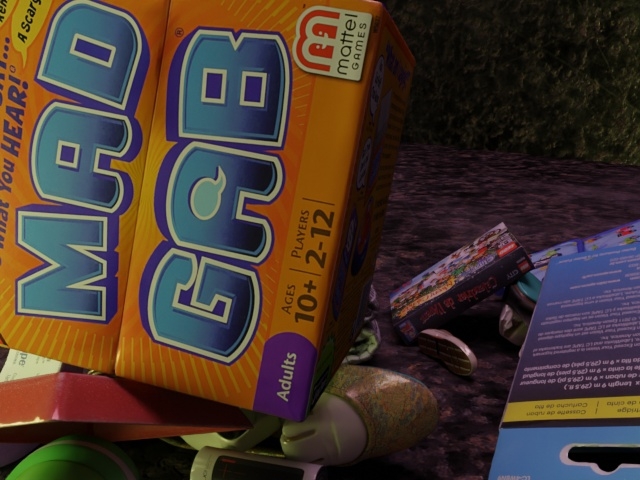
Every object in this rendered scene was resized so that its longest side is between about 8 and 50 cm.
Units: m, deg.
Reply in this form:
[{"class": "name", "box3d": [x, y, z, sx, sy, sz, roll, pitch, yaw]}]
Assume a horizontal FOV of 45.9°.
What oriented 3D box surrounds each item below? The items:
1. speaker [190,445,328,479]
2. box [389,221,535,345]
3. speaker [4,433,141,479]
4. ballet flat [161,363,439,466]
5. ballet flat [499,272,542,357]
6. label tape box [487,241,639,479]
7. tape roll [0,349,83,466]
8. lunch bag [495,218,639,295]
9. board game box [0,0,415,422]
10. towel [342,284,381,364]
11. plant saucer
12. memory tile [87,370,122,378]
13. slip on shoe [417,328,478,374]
[{"class": "speaker", "box3d": [-0.064, 0.249, 0.780, 0.136, 0.055, 0.055, 4, 16, 19]}, {"class": "box", "box3d": [0.223, 0.067, 1.233, 0.233, 0.044, 0.159, -33, 10, 10]}, {"class": "speaker", "box3d": [-0.231, 0.269, 0.579, 0.131, 0.131, 0.296, 0, 15, 4]}, {"class": "ballet flat", "box3d": [-0.046, 0.202, 0.848, 0.348, 0.123, 0.123, 1, 14, 25]}, {"class": "ballet flat", "box3d": [0.317, 0.125, 1.124, 0.095, 0.096, 0.280, 34, 13, -12]}, {"class": "label tape box", "box3d": [0.349, 0.149, 0.814, 0.249, 0.115, 0.348, -14, 35, 40]}, {"class": "tape roll", "box3d": [-0.388, 0.117, 0.873, 0.090, 0.275, 0.275, 4, 16, 20]}, {"class": "lunch bag", "box3d": [0.455, 0.070, 1.338, 0.293, 0.138, 0.221, -10, 13, 18]}, {"class": "board game box", "box3d": [-0.117, -0.070, 0.813, 0.356, 0.356, 0.356, 12, 8, 10]}, {"class": "towel", "box3d": [-0.054, 0.107, 1.123, 0.283, 0.121, 0.235, -1, 4, 1]}, {"class": "plant saucer", "box3d": [-0.243, 0.172, 0.756, 0.259, 0.048, 0.258, -13, -20, 31]}, {"class": "memory tile", "box3d": [-0.225, 0.181, 0.981, 0.148, 0.113, 0.012, -5, 59, -15]}, {"class": "slip on shoe", "box3d": [0.195, 0.160, 1.111, 0.041, 0.051, 0.135, -10, 9, -23]}]
